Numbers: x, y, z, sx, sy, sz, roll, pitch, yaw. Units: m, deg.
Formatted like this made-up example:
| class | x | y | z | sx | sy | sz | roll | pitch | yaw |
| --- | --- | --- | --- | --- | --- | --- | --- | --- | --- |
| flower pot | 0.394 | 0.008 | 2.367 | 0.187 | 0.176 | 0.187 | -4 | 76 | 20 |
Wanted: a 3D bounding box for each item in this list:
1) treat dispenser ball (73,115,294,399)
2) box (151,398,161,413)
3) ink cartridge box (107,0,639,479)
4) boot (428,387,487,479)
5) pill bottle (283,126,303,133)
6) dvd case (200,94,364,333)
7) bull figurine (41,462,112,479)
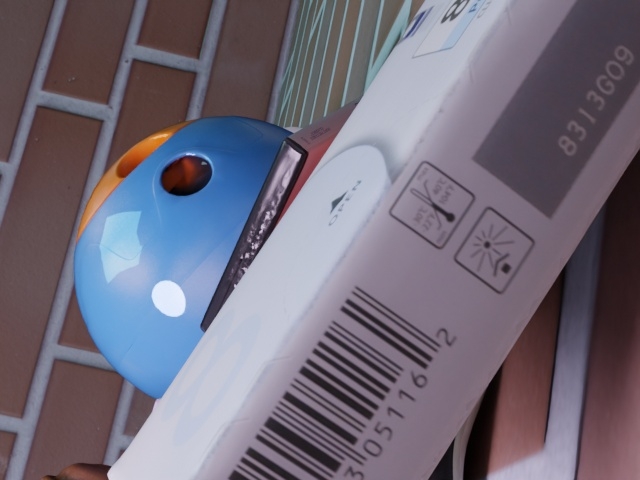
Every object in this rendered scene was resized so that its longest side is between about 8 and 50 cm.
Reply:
| class | x | y | z | sx | sy | sz | roll | pitch | yaw |
| --- | --- | --- | --- | --- | --- | --- | --- | --- | --- |
| treat dispenser ball | -0.092 | 0.024 | 1.211 | 0.288 | 0.288 | 0.288 | -167 | 90 | -84 |
| box | -0.069 | 0.206 | 1.081 | 0.324 | 0.063 | 0.067 | 56 | -134 | -67 |
| ink cartridge box | 0.000 | 0.000 | 0.656 | 0.308 | 0.091 | 0.385 | -57 | 16 | -6 |
| boot | 0.042 | 0.118 | 0.765 | 0.176 | 0.088 | 0.244 | 112 | 168 | -70 |
| pill bottle | -0.055 | -0.068 | 1.809 | 0.215 | 0.117 | 0.117 | 113 | 169 | -55 |
| dvd case | 0.015 | -0.040 | 0.950 | 0.253 | 0.022 | 0.180 | -35 | -23 | -52 |
| bull figurine | -0.119 | 0.286 | 1.098 | 0.188 | 0.310 | 0.101 | 24 | 80 | 41 |
